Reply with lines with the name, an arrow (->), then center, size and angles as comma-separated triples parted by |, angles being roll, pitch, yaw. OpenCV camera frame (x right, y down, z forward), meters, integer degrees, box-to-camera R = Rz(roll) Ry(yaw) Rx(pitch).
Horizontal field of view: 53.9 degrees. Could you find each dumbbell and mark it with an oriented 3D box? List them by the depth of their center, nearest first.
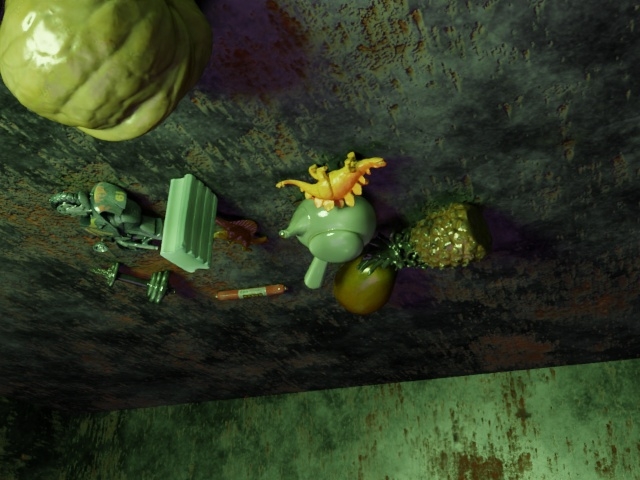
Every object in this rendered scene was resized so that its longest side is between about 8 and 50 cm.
dumbbell -> -0.561, 0.118, 1.884 | 0.255, 0.110, 0.110 | 17, 148, -16

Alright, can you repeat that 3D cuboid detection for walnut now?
walnut -> -0.324, -0.290, 0.939 | 0.285, 0.285, 0.296 | -13, -175, 24

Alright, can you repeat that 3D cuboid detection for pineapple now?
pineapple -> 0.250, 0.017, 1.596 | 0.341, 0.169, 0.169 | -20, 146, 30

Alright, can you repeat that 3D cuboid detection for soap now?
soap -> -0.303, -0.040, 1.468 | 0.067, 0.197, 0.119 | -12, 150, 23

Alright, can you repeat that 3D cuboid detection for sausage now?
sausage -> -0.223, 0.167, 2.031 | 0.254, 0.034, 0.034 | -9, 150, 16

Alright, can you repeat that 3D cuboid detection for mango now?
mango -> 0.126, 0.122, 1.833 | 0.176, 0.139, 0.254 | -7, 145, -11

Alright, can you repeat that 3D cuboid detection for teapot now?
teapot -> 0.038, 0.001, 1.589 | 0.220, 0.149, 0.318 | -4, 151, 12

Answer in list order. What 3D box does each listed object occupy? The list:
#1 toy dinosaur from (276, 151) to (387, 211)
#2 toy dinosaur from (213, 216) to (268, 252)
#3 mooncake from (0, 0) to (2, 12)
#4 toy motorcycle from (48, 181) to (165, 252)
toy dinosaur -> 0.028, -0.120, 1.408 | 0.289, 0.070, 0.117 | -16, 111, 32
toy dinosaur -> -0.220, -0.023, 1.652 | 0.143, 0.057, 0.212 | -12, 153, 0
mooncake -> -0.605, -0.357, 0.881 | 0.334, 0.174, 0.325 | 12, 149, -4
toy motorcycle -> -0.503, -0.053, 1.551 | 0.173, 0.108, 0.307 | -19, 149, 23
